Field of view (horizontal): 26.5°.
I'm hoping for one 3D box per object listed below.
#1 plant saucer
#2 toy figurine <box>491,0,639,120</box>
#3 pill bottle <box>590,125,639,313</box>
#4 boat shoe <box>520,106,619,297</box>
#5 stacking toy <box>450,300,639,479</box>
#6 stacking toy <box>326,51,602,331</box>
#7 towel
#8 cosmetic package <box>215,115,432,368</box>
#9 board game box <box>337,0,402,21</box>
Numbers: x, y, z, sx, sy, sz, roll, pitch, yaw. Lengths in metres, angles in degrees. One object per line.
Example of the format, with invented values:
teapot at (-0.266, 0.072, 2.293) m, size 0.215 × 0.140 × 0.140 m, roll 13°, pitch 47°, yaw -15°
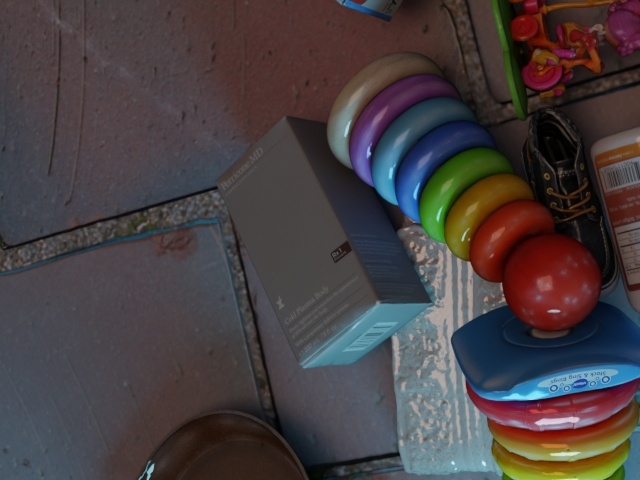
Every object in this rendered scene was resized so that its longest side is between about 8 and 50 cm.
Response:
plant saucer at (-0.104, 0.345, 1.508) m, size 0.310 × 0.050 × 0.311 m, roll -13°, pitch 71°, yaw 40°
toy figurine at (0.253, -0.207, 1.294) m, size 0.159 × 0.130 × 0.173 m, roll -13°, pitch 55°, yaw 16°
pill bottle at (0.335, -0.002, 1.269) m, size 0.121 × 0.121 × 0.216 m, roll -15°, pitch 87°, yaw 27°
boat shoe at (0.237, -0.037, 1.304) m, size 0.065 × 0.083 × 0.183 m, roll -18°, pitch 64°, yaw -2°
stacking toy at (0.231, 0.221, 1.298) m, size 0.175 × 0.166 × 0.302 m, roll -9°, pitch 109°, yaw -4°
stacking toy at (0.149, -0.041, 1.299) m, size 0.330 × 0.141 × 0.141 m, roll 48°, pitch 113°, yaw 35°
towel at (0.165, 0.106, 1.402) m, size 0.187 × 0.049 × 0.282 m, roll -3°, pitch 92°, yaw 27°
cosmetic package at (0.000, 0.000, 1.419) m, size 0.127 × 0.107 × 0.238 m, roll -42°, pitch 65°, yaw 29°
board game box at (0.033, -0.433, 1.375) m, size 0.308 × 0.086 × 0.302 m, roll 46°, pitch 112°, yaw 31°
